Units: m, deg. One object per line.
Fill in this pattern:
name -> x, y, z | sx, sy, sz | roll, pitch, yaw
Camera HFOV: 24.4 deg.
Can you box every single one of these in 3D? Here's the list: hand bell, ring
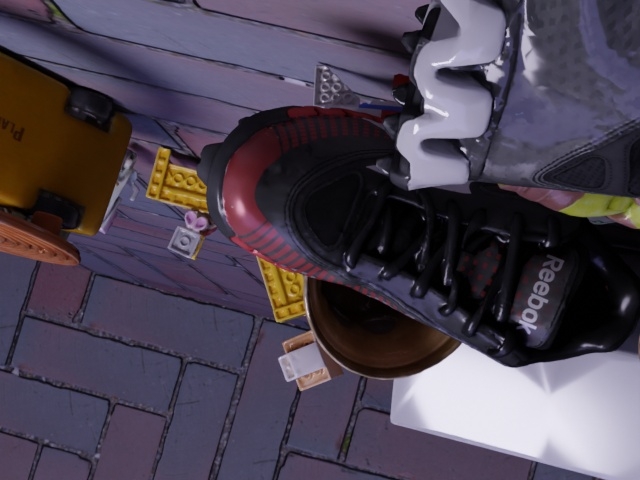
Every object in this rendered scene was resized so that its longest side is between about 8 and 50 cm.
hand bell -> 0.000, 0.000, 0.995 | 0.126, 0.126, 0.242 | 20, -177, -27
ring -> -0.328, -0.047, 1.043 | 0.337, 0.032, 0.336 | 16, 173, 2

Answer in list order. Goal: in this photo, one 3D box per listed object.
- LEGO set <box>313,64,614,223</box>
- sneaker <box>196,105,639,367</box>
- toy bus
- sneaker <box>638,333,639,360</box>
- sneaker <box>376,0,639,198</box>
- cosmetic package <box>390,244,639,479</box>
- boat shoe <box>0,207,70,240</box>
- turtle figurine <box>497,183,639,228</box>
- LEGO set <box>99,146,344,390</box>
LEGO set -> 0.116, -0.066, 0.875 | 0.244, 0.060, 0.182 | 21, 158, -41
sneaker -> 0.068, 0.001, 0.806 | 0.276, 0.097, 0.135 | 20, -174, -31
toy bus -> -0.299, -0.102, 1.104 | 0.130, 0.108, 0.333 | 9, 169, 39
sneaker -> 0.325, 0.024, 0.844 | 0.282, 0.099, 0.153 | -8, -169, 15
sneaker -> 0.081, -0.092, 0.353 | 0.106, 0.078, 0.234 | 14, 139, 4
cosmetic package -> 0.278, 0.092, 1.028 | 0.377, 0.097, 0.284 | 12, -163, 25
boat shoe -> -0.320, -0.081, 1.325 | 0.103, 0.113, 0.302 | 13, 161, 24
turtle figurine -> 0.190, -0.006, 0.676 | 0.217, 0.087, 0.269 | 28, 144, -13
LEGO set -> -0.071, 0.010, 1.347 | 0.287, 0.132, 0.107 | 37, 180, 7
